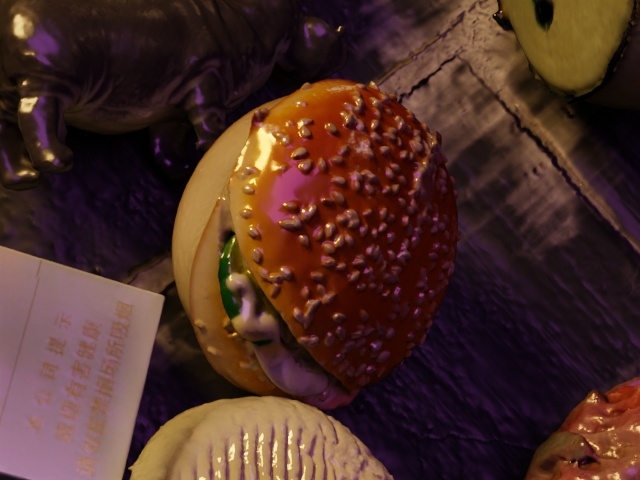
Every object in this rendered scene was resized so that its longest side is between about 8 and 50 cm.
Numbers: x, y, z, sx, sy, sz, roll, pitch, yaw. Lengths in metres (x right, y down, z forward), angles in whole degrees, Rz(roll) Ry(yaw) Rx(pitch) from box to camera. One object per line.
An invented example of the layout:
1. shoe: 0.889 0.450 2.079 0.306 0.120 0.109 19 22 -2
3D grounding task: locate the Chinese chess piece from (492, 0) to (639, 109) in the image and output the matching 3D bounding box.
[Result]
1. Chinese chess piece: 0.234 -0.272 1.335 0.146 0.349 0.349 -8 72 -14

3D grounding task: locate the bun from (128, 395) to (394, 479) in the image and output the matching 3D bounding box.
1. bun: -0.040 0.208 1.150 0.220 0.134 0.220 12 61 -23

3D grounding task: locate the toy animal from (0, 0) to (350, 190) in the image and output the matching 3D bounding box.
1. toy animal: -0.097 -0.133 1.281 0.343 0.106 0.168 -24 95 -38

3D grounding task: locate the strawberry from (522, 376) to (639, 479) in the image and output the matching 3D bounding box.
1. strawberry: 0.294 0.245 1.260 0.336 0.149 0.265 41 59 -3

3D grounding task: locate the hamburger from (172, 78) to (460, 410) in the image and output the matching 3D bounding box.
1. hamburger: 0.003 0.001 1.216 0.236 0.147 0.237 -16 115 -38

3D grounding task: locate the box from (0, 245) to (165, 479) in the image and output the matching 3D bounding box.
1. box: -0.238 0.078 1.161 0.242 0.067 0.155 17 63 -14
